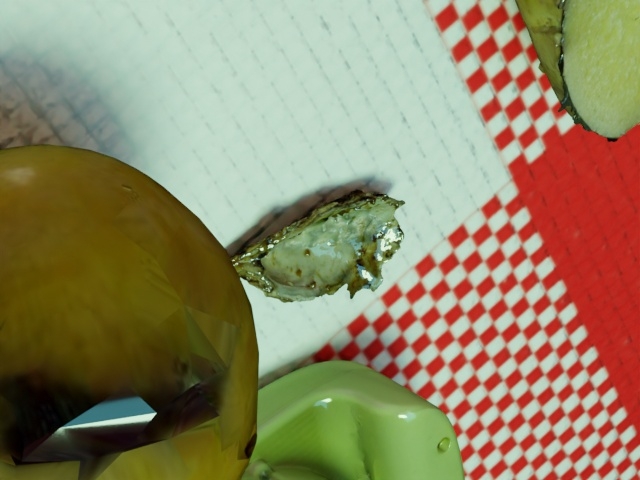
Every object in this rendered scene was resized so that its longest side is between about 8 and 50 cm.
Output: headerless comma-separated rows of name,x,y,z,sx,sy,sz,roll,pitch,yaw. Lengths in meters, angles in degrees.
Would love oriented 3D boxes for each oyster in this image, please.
oyster,-0.001,0.000,1.201,0.132,0.029,0.086,13,106,-41

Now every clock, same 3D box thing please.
clock,-0.049,0.268,1.250,0.348,0.117,0.286,-31,127,-31

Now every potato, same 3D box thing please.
potato,0.176,-0.158,1.193,0.164,0.081,0.200,-47,142,-13

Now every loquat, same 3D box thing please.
loquat,-0.146,0.068,0.982,0.235,0.235,0.235,-22,132,-26
